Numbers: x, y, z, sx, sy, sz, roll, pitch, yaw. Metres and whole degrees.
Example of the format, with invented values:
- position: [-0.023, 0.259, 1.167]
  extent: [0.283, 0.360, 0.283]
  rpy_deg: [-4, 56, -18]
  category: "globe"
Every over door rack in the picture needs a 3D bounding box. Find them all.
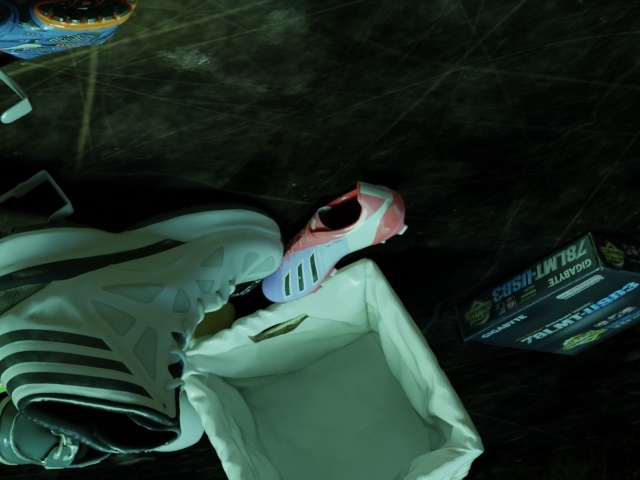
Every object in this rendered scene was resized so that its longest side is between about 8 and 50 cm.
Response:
- position: [-0.428, -0.054, 1.104]
  extent: [0.324, 0.108, 0.239]
  rpy_deg: [-23, 159, -10]
  category: "over door rack"

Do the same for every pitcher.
- position: [-0.282, 0.261, 1.821]
  extent: [0.207, 0.125, 0.178]
  rpy_deg: [15, 141, -26]
  category: "pitcher"

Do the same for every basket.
- position: [0.016, 0.260, 1.645]
  extent: [0.328, 0.331, 0.266]
  rpy_deg: [-28, 161, -5]
  category: "basket"

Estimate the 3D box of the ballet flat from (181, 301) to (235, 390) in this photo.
- position: [-0.181, 0.164, 1.705]
  extent: [0.080, 0.073, 0.232]
  rpy_deg: [0, 153, -26]
  category: "ballet flat"

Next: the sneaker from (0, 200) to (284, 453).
- position: [-0.186, 0.109, 1.291]
  extent: [0.448, 0.257, 0.169]
  rpy_deg: [-9, 159, -46]
  category: "sneaker"

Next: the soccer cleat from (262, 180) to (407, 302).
- position: [0.000, 0.000, 1.441]
  extent: [0.248, 0.083, 0.095]
  rpy_deg: [-32, 138, 33]
  category: "soccer cleat"

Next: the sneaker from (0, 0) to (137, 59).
- position: [-0.263, -0.181, 0.922]
  extent: [0.221, 0.083, 0.087]
  rpy_deg: [-2, 162, -14]
  category: "sneaker"

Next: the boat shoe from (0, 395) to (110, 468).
- position: [-0.433, 0.316, 1.843]
  extent: [0.099, 0.116, 0.319]
  rpy_deg: [4, 166, 14]
  category: "boat shoe"

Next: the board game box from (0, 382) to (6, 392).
- position: [-0.501, 0.183, 1.559]
  extent: [0.181, 0.043, 0.092]
  rpy_deg: [-21, 129, 1]
  category: "board game box"

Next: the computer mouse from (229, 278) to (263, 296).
- position: [-0.179, 0.073, 1.566]
  extent: [0.242, 0.041, 0.071]
  rpy_deg: [-23, 153, 7]
  category: "computer mouse"

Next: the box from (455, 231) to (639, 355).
- position: [0.427, 0.096, 1.850]
  extent: [0.293, 0.073, 0.295]
  rpy_deg: [9, 147, -41]
  category: "box"
